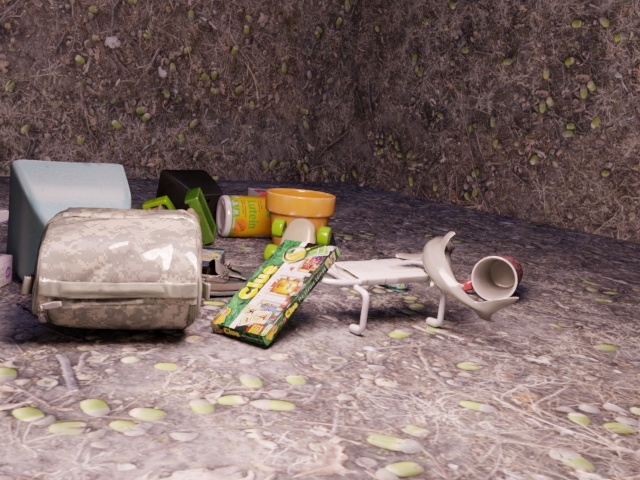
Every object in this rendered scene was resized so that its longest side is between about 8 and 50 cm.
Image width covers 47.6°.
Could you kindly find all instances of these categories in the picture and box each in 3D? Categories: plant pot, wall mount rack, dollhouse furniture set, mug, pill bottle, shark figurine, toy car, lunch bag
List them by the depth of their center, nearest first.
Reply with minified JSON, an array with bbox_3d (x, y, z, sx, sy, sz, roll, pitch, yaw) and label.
[{"bbox_3d":[-0.360,0.059,1.310,0.305,0.213,0.256,2,10,-13],"label":"lunch bag"},{"bbox_3d":[0.268,0.047,1.473,0.166,0.116,0.278,10,29,-25],"label":"shark figurine"},{"bbox_3d":[0.094,0.104,1.570,0.350,0.131,0.304,-1,15,-31],"label":"wall mount rack"},{"bbox_3d":[-0.539,-0.011,1.592,0.247,0.247,0.252,0,28,-29],"label":"plant pot"},{"bbox_3d":[0.445,0.086,1.870,0.150,0.113,0.169,11,8,23],"label":"mug"},{"bbox_3d":[-0.049,0.035,1.974,0.155,0.149,0.188,11,-18,13],"label":"toy car"},{"bbox_3d":[-0.426,-0.008,2.095,0.197,0.151,0.301,-15,27,4],"label":"dollhouse furniture set"},{"bbox_3d":[-0.065,-0.046,2.129,0.205,0.188,0.205,6,10,-1],"label":"plant pot"},{"bbox_3d":[-0.208,-0.077,2.379,0.245,0.136,0.136,1,11,-23],"label":"pill bottle"},{"bbox_3d":[-0.434,-0.127,2.463,0.167,0.188,0.187,28,22,38],"label":"plant pot"}]

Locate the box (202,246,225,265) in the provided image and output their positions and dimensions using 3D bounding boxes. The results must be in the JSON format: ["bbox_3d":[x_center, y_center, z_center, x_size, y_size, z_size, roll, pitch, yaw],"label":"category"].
[{"bbox_3d":[-0.366,0.048,1.852,0.233,0.044,0.159,5,10,-3],"label":"box"}]

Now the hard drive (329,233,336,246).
[{"bbox_3d":[0.000,0.000,2.284,0.094,0.022,0.135,13,18,-8],"label":"hard drive"}]

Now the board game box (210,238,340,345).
[{"bbox_3d":[-0.083,0.092,1.395,0.136,0.030,0.260,5,41,37],"label":"board game box"}]

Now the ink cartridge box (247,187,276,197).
[{"bbox_3d":[-0.170,-0.124,2.689,0.176,0.127,0.128,0,11,-27],"label":"ink cartridge box"}]

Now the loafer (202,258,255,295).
[{"bbox_3d":[-0.253,0.078,1.623,0.267,0.084,0.096,-2,12,-34],"label":"loafer"}]

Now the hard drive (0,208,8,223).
[{"bbox_3d":[-1.138,-0.074,2.172,0.318,0.040,0.210,5,10,2],"label":"hard drive"}]

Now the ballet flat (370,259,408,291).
[{"bbox_3d":[0.154,0.081,1.873,0.188,0.070,0.070,14,13,42],"label":"ballet flat"}]

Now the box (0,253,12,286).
[{"bbox_3d":[-0.702,0.085,1.417,0.067,0.063,0.324,6,10,1],"label":"box"}]
